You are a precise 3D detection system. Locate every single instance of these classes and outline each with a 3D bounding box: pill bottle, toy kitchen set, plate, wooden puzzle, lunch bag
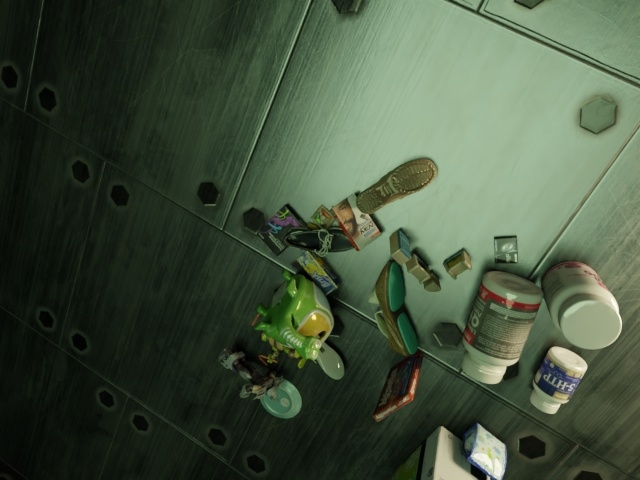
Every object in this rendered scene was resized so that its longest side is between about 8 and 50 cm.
[{"bbox_3d":[0.710,0.172,1.245,0.160,0.283,0.161,5,107,18],"label":"pill bottle"},{"bbox_3d":[0.349,0.036,1.446,0.166,0.122,0.207,-39,110,24],"label":"toy kitchen set"},{"bbox_3d":[-0.167,0.639,1.829,0.188,0.024,0.188,5,106,18],"label":"plate"},{"bbox_3d":[0.009,-0.076,1.569,0.078,0.014,0.116,36,113,7],"label":"wooden puzzle"},{"bbox_3d":[0.729,0.436,1.408,0.112,0.112,0.187,20,111,13],"label":"pill bottle"},{"bbox_3d":[0.541,0.269,1.391,0.176,0.176,0.319,17,109,14],"label":"pill bottle"},{"bbox_3d":[0.551,0.722,1.529,0.128,0.151,0.096,36,113,6],"label":"lunch bag"}]

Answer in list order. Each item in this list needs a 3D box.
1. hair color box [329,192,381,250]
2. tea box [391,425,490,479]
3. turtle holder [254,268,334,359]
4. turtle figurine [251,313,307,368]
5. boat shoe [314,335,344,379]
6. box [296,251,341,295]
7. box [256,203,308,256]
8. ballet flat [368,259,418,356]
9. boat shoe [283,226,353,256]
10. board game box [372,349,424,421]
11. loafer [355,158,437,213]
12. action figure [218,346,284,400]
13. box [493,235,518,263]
[{"bbox_3d":[0.115,-0.059,1.493,0.093,0.053,0.167,-35,91,-11],"label":"hair color box"},{"bbox_3d":[0.388,0.886,1.536,0.220,0.329,0.324,35,113,7],"label":"tea box"},{"bbox_3d":[-0.064,0.251,1.537,0.227,0.320,0.243,35,75,-17],"label":"turtle holder"},{"bbox_3d":[-0.148,0.397,1.715,0.217,0.087,0.270,20,125,31],"label":"turtle figurine"},{"bbox_3d":[0.005,0.420,1.684,0.219,0.077,0.070,52,155,6],"label":"boat shoe"},{"bbox_3d":[-0.004,0.108,1.604,0.059,0.054,0.169,-40,90,25],"label":"box"},{"bbox_3d":[-0.138,-0.035,1.624,0.116,0.029,0.162,48,115,1],"label":"box"},{"bbox_3d":[0.234,0.232,1.540,0.124,0.116,0.343,-6,108,40],"label":"ballet flat"},{"bbox_3d":[0.000,0.000,1.542,0.254,0.079,0.095,9,110,5],"label":"boat shoe"},{"bbox_3d":[0.261,0.467,1.487,0.027,0.281,0.145,48,114,2],"label":"board game box"},{"bbox_3d":[0.232,-0.174,1.424,0.268,0.092,0.102,-26,97,8],"label":"loafer"},{"bbox_3d":[-0.263,0.523,1.752,0.285,0.185,0.099,34,105,25],"label":"action figure"},{"bbox_3d":[0.571,0.031,1.398,0.067,0.018,0.083,-3,104,20],"label":"box"}]
